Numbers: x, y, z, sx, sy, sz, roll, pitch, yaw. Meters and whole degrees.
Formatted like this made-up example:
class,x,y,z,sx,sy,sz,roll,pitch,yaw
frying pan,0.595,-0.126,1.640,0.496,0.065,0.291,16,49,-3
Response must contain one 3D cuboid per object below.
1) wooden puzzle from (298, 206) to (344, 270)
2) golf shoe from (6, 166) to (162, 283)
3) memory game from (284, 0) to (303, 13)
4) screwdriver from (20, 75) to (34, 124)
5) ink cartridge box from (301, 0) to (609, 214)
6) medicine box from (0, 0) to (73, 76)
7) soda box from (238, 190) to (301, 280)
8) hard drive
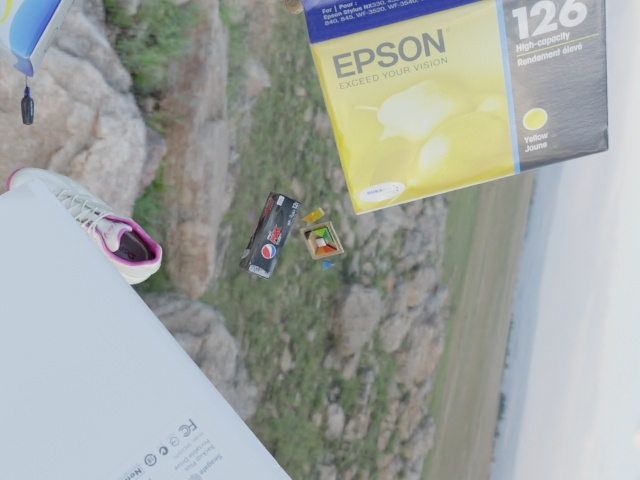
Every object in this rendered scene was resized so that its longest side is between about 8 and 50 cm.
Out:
class,x,y,z,sx,sy,sz,roll,pitch,yaw
wooden puzzle,0.000,0.000,1.528,0.116,0.079,0.014,59,35,-15
golf shoe,-0.407,-0.037,1.477,0.140,0.306,0.115,-14,-134,60
memory game,-0.010,-0.406,1.147,0.012,0.186,0.186,7,93,-52
screwdriver,-0.546,-0.301,1.555,0.025,0.024,0.169,2,94,-36
ink cartridge box,0.148,-0.195,0.880,0.072,0.304,0.307,-97,171,-50
medicine box,-0.500,-0.433,1.227,0.263,0.289,0.149,-64,-167,-6
soda box,-0.101,-0.011,1.650,0.168,0.053,0.060,-67,-156,-1
hard drive,-0.186,0.128,0.578,0.210,0.318,0.040,-37,174,-36
